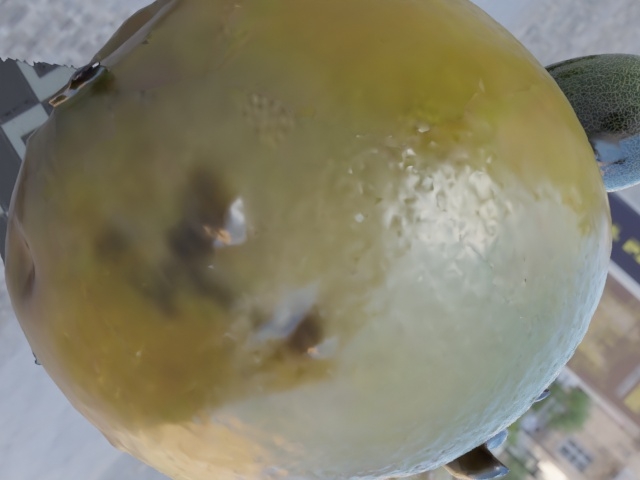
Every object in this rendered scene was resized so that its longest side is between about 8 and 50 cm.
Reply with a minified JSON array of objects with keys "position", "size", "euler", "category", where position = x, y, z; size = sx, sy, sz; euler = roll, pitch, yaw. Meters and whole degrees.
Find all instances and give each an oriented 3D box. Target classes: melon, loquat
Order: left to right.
[{"position":[0.000,0.000,0.587],"size":[0.244,0.244,0.244],"euler":[-45,169,-11],"category":"loquat"},{"position":[0.189,-0.082,1.036],"size":[0.162,0.099,0.099],"euler":[-7,-161,39],"category":"melon"}]

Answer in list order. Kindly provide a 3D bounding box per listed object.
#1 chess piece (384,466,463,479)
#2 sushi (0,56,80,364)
[{"position":[-0.024,0.227,1.585],"size":[0.117,0.397,0.117],"euler":[5,90,-82],"category":"chess piece"},{"position":[-0.125,-0.008,1.022],"size":[0.059,0.294,0.292],"euler":[-39,131,-40],"category":"sushi"}]
